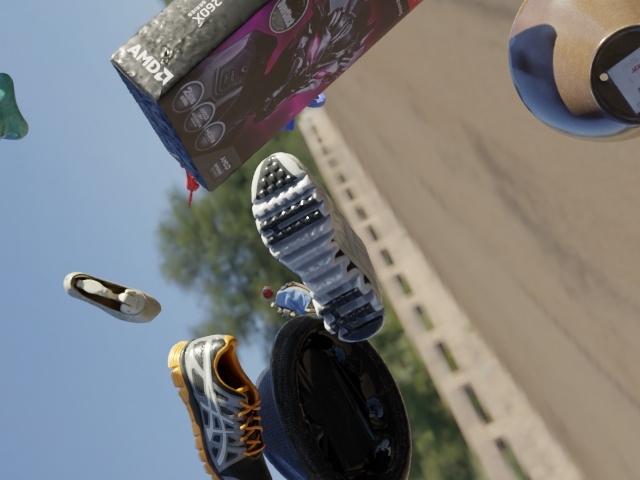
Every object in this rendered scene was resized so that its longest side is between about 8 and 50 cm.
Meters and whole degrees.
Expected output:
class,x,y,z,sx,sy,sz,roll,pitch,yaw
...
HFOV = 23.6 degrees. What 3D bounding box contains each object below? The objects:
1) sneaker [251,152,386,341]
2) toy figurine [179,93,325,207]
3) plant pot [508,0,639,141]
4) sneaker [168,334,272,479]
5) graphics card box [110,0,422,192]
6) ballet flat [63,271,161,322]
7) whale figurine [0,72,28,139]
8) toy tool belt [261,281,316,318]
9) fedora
class,x,y,z,sx,sy,sz,roll,pitch,yaw
sneaker,0.000,0.000,2.145,0.292,0.110,0.118,61,-156,-18
toy figurine,-0.096,-0.214,2.435,0.362,0.217,0.191,-81,-13,-59
plant pot,0.332,-0.198,1.704,0.230,0.215,0.215,-95,-20,-77
sneaker,-0.106,0.211,1.825,0.084,0.083,0.215,-25,-90,-61
graphics card box,-0.045,-0.246,1.724,0.094,0.371,0.233,45,171,24
ballet flat,-0.339,0.095,2.506,0.052,0.168,0.057,148,138,-71
whale figurine,-0.512,-0.143,2.158,0.141,0.272,0.216,5,118,43
toy tool belt,-0.047,0.088,2.262,0.051,0.083,0.052,-86,7,-71
fedora,-0.003,0.289,2.441,0.334,0.152,0.334,26,-129,-37
